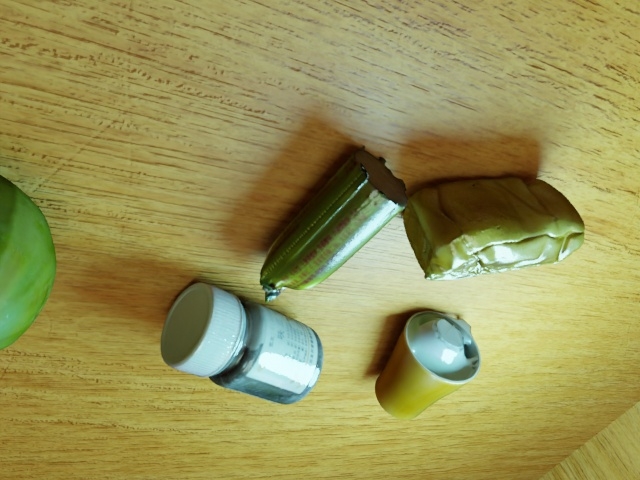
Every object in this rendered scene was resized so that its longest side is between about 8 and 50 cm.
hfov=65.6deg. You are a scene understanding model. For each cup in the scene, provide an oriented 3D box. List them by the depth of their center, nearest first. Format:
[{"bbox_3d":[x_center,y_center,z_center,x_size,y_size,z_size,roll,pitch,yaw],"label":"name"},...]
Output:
[{"bbox_3d":[0.248,0.289,1.162,0.226,0.182,0.264,-26,153,-41],"label":"cup"}]

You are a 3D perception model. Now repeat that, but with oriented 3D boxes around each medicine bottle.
[{"bbox_3d":[-0.137,0.194,0.917,0.165,0.165,0.273,-41,131,18],"label":"medicine bottle"}]

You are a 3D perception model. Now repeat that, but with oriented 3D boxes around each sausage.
[{"bbox_3d":[0.000,0.001,0.816,0.117,0.125,0.317,44,112,1],"label":"sausage"}]

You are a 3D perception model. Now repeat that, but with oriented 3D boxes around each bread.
[{"bbox_3d":[0.302,-0.023,0.875,0.294,0.167,0.132,-7,133,-14],"label":"bread"}]

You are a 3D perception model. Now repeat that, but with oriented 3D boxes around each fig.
[{"bbox_3d":[-0.441,0.032,0.586,0.239,0.271,0.239,-17,124,-28],"label":"fig"}]
